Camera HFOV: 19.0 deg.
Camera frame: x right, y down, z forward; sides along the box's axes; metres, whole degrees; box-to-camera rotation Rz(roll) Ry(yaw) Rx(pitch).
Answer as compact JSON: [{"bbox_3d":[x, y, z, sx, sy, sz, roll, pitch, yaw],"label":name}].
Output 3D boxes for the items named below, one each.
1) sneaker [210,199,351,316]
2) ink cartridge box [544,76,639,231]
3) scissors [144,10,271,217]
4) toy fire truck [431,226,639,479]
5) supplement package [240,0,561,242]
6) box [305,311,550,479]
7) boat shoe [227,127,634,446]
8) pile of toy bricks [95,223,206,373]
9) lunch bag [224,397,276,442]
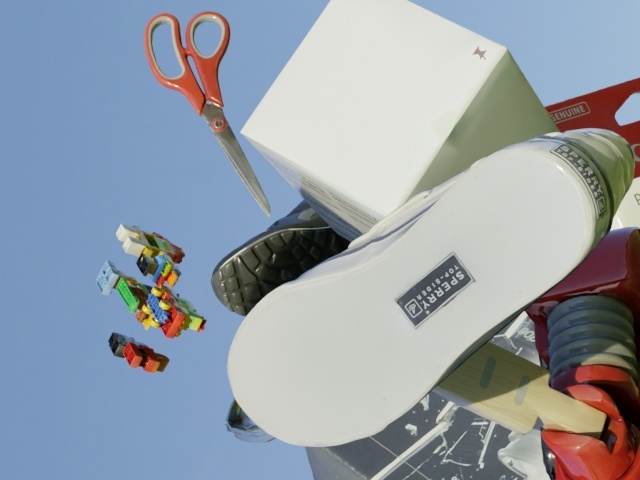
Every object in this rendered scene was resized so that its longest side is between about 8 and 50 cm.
[{"bbox_3d":[0.000,0.000,2.158,0.283,0.124,0.107,-23,-66,-16],"label":"sneaker"},{"bbox_3d":[0.418,-0.079,2.160,0.296,0.066,0.261,-19,-102,-28],"label":"ink cartridge box"},{"bbox_3d":[-0.139,-0.151,2.329,0.021,0.109,0.297,84,173,-71],"label":"scissors"},{"bbox_3d":[0.153,0.078,1.226,0.246,0.159,0.217,53,-149,-47],"label":"toy fire truck"},{"bbox_3d":[0.094,-0.094,1.915,0.199,0.198,0.262,-56,-30,-6],"label":"supplement package"},{"bbox_3d":[0.220,0.196,1.475,0.312,0.343,0.179,-36,-47,-23],"label":"box"},{"bbox_3d":[0.058,0.021,1.021,0.096,0.267,0.088,52,-143,6],"label":"boat shoe"},{"bbox_3d":[-0.182,0.078,2.242,0.105,0.212,0.118,19,-70,-30],"label":"pile of toy bricks"},{"bbox_3d":[-0.051,0.158,1.816,0.053,0.083,0.071,57,180,20],"label":"lunch bag"}]
